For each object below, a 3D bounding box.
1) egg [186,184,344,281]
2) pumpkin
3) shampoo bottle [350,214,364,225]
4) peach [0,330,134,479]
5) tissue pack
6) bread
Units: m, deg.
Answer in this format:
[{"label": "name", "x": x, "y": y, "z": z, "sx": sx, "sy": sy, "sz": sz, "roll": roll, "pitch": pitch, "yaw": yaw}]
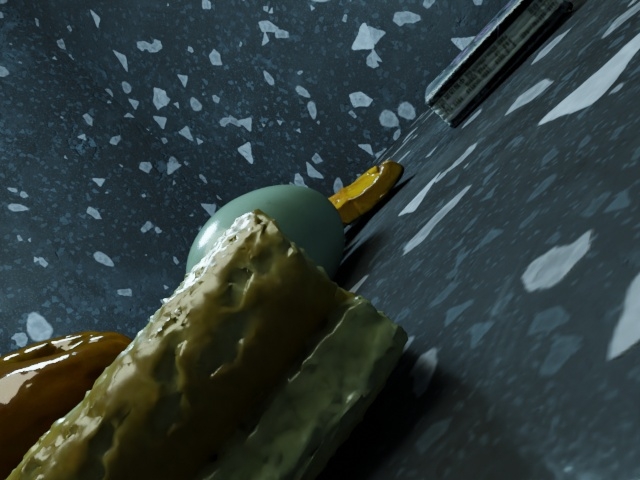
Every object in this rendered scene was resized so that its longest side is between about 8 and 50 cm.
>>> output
[{"label": "egg", "x": -0.080, "y": 0.022, "z": 1.006, "sx": 0.230, "sy": 0.230, "sz": 0.371, "roll": -44, "pitch": -2, "yaw": 34}, {"label": "pumpkin", "x": 0.059, "y": -0.103, "z": 1.408, "sx": 0.258, "sy": 0.095, "sz": 0.290, "roll": -34, "pitch": 14, "yaw": -5}, {"label": "shampoo bottle", "x": 0.114, "y": -0.092, "z": 1.484, "sx": 0.141, "sy": 0.034, "sz": 0.049, "roll": -46, "pitch": 6, "yaw": -19}, {"label": "peach", "x": -0.394, "y": 0.313, "z": 0.910, "sx": 0.343, "sy": 0.301, "sz": 0.343, "roll": -14, "pitch": 6, "yaw": 2}, {"label": "tissue pack", "x": 0.405, "y": -0.442, "z": 1.380, "sx": 0.361, "sy": 0.122, "sz": 0.259, "roll": -47, "pitch": 2, "yaw": 21}, {"label": "bread", "x": -0.115, "y": 0.164, "z": 0.430, "sx": 0.375, "sy": 0.165, "sz": 0.236, "roll": -48, "pitch": 2, "yaw": -9}]
